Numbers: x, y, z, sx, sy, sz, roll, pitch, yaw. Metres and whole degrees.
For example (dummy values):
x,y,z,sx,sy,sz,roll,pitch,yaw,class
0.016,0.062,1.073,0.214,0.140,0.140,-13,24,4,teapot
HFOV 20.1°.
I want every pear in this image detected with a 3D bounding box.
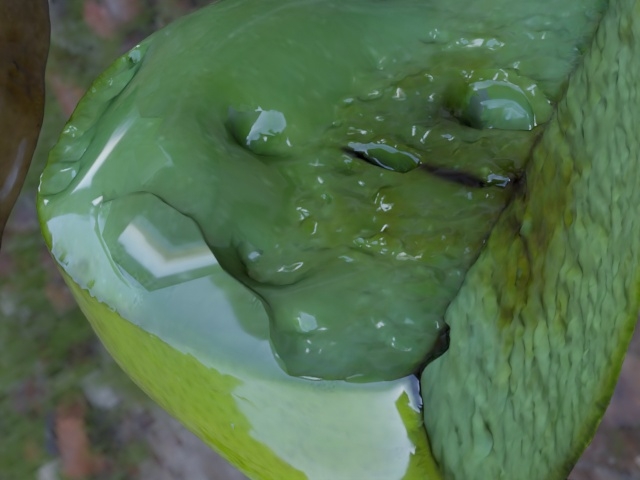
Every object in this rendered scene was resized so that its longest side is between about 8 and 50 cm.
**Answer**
x,y,z,sx,sy,sz,roll,pitch,yaw,class
0.000,0.000,0.973,0.318,0.342,0.238,10,138,27,pear

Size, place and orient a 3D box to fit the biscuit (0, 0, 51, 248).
x,y,z,sx,sy,sz,roll,pitch,yaw,class
-0.283,-0.041,1.101,0.359,0.381,0.074,-14,148,43,biscuit
